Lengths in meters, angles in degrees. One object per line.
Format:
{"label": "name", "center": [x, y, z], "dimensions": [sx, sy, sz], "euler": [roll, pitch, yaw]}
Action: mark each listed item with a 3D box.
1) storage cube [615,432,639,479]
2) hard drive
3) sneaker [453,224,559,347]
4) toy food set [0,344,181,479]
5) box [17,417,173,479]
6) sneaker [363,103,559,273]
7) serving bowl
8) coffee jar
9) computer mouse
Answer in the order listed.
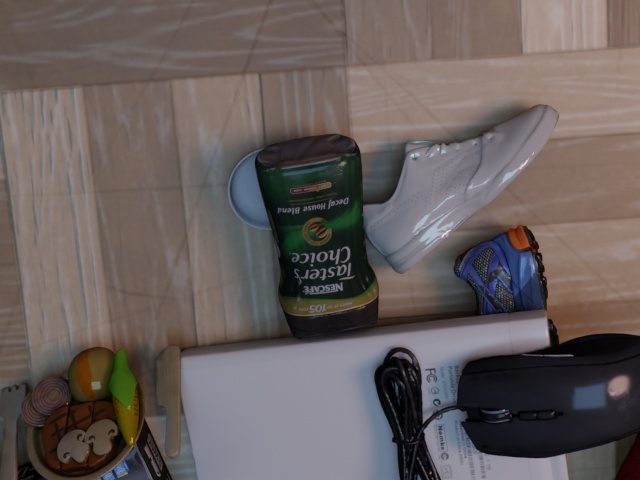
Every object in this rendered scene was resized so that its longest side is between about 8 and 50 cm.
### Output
{"label": "storage cube", "center": [0.406, 0.254, 0.998], "dimensions": [0.215, 0.193, 0.183], "euler": [19, 100, -6]}
{"label": "hard drive", "center": [0.053, 0.199, 1.012], "dimensions": [0.353, 0.047, 0.233], "euler": [-8, 101, 13]}
{"label": "sneaker", "center": [0.186, 0.096, 1.028], "dimensions": [0.087, 0.083, 0.221], "euler": [-11, 99, 16]}
{"label": "toy food set", "center": [-0.225, 0.163, 0.990], "dimensions": [0.192, 0.132, 0.038], "euler": [-16, 145, 11]}
{"label": "box", "center": [-0.272, 0.347, 1.054], "dimensions": [0.307, 0.076, 0.242], "euler": [-21, 101, 2]}
{"label": "sneaker", "center": [0.124, -0.068, 0.992], "dimensions": [0.212, 0.080, 0.094], "euler": [-41, 88, 7]}
{"label": "serving bowl", "center": [-0.049, -0.053, 1.005], "dimensions": [0.083, 0.027, 0.083], "euler": [-5, 114, -11]}
{"label": "coffee jar", "center": [0.000, 0.000, 0.978], "dimensions": [0.096, 0.079, 0.184], "euler": [-11, 115, -3]}
{"label": "computer mouse", "center": [0.181, 0.181, 0.926], "dimensions": [0.262, 0.060, 0.184], "euler": [-5, 100, 13]}
